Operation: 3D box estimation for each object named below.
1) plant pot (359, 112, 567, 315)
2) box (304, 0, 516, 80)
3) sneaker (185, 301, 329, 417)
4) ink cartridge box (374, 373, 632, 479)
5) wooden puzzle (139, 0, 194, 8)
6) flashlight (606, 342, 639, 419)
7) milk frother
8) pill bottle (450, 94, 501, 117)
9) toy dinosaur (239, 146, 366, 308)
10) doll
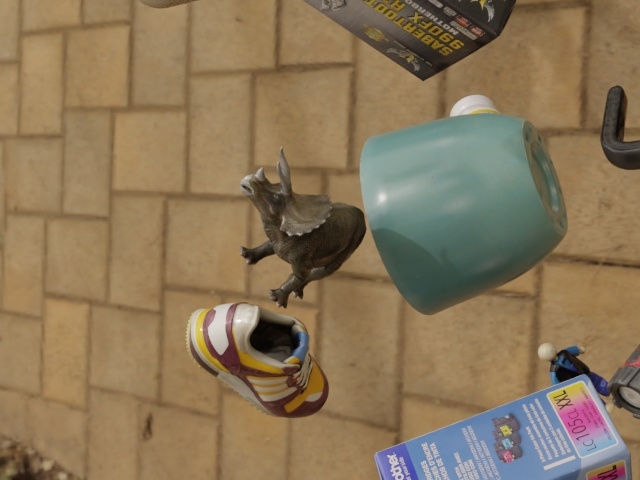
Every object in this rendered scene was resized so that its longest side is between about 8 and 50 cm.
[{"bbox_3d":[0.231,-0.058,1.498,0.235,0.293,0.293,-19,78,24],"label":"plant pot"},{"bbox_3d":[0.071,-0.279,1.089,0.056,0.231,0.183,-63,15,-15],"label":"box"},{"bbox_3d":[-0.033,0.110,0.887,0.084,0.185,0.070,-13,59,34],"label":"sneaker"},{"bbox_3d":[0.247,0.392,1.461,0.395,0.270,0.151,-20,42,2],"label":"ink cartridge box"},{"bbox_3d":[0.001,-0.289,0.740,0.348,0.322,0.081,105,148,-73],"label":"wooden puzzle"},{"bbox_3d":[0.661,0.198,1.878,0.103,0.304,0.103,30,150,31],"label":"flashlight"},{"bbox_3d":[0.357,-0.100,0.970,0.129,0.143,0.135,-23,40,42],"label":"milk frother"},{"bbox_3d":[0.340,-0.201,2.066,0.119,0.119,0.208,-46,36,31],"label":"pill bottle"},{"bbox_3d":[0.000,0.000,1.326,0.160,0.313,0.121,-42,61,22],"label":"toy dinosaur"},{"bbox_3d":[0.508,0.265,1.982,0.189,0.129,0.046,36,150,-9],"label":"doll"}]
